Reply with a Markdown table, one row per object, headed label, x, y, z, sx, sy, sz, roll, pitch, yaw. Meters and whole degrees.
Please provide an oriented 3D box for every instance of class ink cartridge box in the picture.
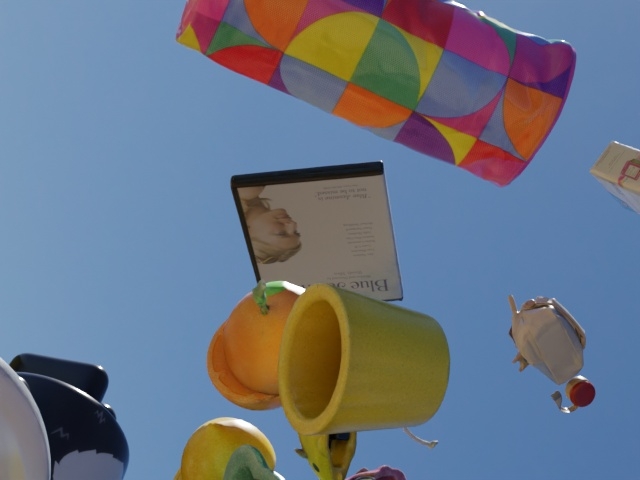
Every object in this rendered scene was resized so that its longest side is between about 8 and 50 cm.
| label | x | y | z | sx | sy | sz | roll | pitch | yaw |
| --- | --- | --- | --- | --- | --- | --- | --- | --- | --- |
| ink cartridge box | 0.403 | -0.064 | 1.949 | 0.088 | 0.052 | 0.122 | 40 | -5 | -36 |

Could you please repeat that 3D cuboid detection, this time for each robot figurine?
| label | x | y | z | sx | sy | sz | roll | pitch | yaw |
| --- | --- | --- | --- | --- | --- | --- | --- | --- | --- |
| robot figurine | -0.272 | 0.232 | 1.439 | 0.173 | 0.278 | 0.209 | -24 | -59 | 36 |

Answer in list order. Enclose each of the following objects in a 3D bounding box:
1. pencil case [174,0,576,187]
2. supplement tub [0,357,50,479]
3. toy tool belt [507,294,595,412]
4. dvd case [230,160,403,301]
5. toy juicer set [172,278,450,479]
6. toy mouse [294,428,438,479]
| label | x | y | z | sx | sy | sz | roll | pitch | yaw |
| --- | --- | --- | --- | --- | --- | --- | --- | --- | --- |
| pencil case | 0.031 | -0.120 | 0.944 | 0.104 | 0.236 | 0.104 | -62 | -173 | 14 |
| supplement tub | -0.342 | 0.139 | 1.154 | 0.338 | 0.207 | 0.207 | 12 | -64 | 60 |
| toy tool belt | 0.160 | 0.076 | 1.122 | 0.083 | 0.052 | 0.051 | 55 | -5 | -25 |
| dvd case | 0.000 | 0.000 | 1.940 | 0.253 | 0.180 | 0.022 | 78 | 9 | -51 |
| toy juicer set | -0.044 | 0.172 | 0.797 | 0.209 | 0.089 | 0.329 | 18 | -80 | 63 |
| toy mouse | 0.024 | 0.112 | 0.899 | 0.031 | 0.143 | 0.161 | 0 | -94 | 28 |
